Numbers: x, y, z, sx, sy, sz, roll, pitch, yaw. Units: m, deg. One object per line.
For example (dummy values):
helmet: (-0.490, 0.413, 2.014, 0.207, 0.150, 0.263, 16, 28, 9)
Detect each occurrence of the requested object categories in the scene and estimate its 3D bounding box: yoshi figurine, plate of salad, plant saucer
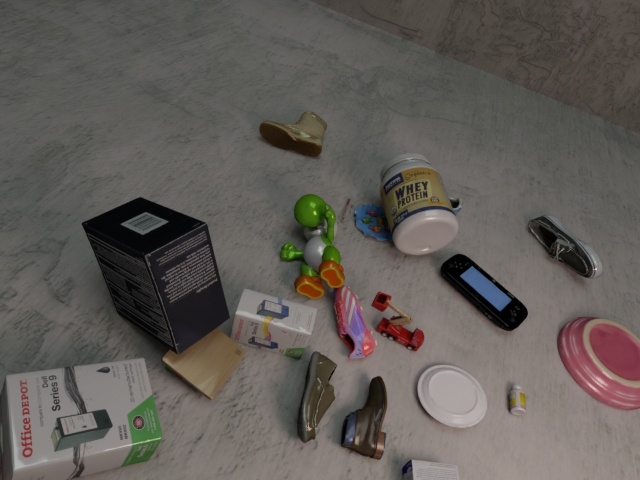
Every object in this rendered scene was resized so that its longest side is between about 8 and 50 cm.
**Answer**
yoshi figurine: (-0.023, -0.011, 1.613, 0.204, 0.203, 0.362, 4, 46, -6)
plate of salad: (0.374, 0.446, 1.433, 0.200, 0.048, 0.199, 4, 42, -4)
plant saucer: (0.961, 0.385, 1.654, 0.332, 0.084, 0.332, 9, 48, -10)

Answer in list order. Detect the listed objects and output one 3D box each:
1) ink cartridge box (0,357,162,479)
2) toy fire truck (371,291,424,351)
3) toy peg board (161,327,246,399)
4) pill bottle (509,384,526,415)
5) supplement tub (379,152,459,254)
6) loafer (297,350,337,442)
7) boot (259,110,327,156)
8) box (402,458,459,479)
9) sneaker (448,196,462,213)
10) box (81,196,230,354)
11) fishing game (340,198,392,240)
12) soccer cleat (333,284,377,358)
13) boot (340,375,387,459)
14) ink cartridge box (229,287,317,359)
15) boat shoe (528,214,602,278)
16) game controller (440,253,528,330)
ink cartridge box: (-0.522, 0.391, 1.091, 0.289, 0.121, 0.211, 1, 49, -38)
toy fire truck: (0.233, 0.245, 1.503, 0.192, 0.135, 0.047, 27, 47, 7)
toy peg board: (-0.312, 0.314, 1.319, 0.161, 0.079, 0.161, 40, 48, -3)
pill bottle: (0.582, 0.471, 1.480, 0.043, 0.043, 0.083, 19, 47, -1)
supplement tub: (0.338, -0.132, 1.776, 0.228, 0.228, 0.316, 2, 52, -17)
loafer: (-0.002, 0.406, 1.312, 0.088, 0.094, 0.251, 13, 47, -1)
boot: (-0.105, -0.459, 2.042, 0.262, 0.095, 0.203, 17, 47, -5)
box: (0.275, 0.622, 1.227, 0.126, 0.072, 0.137, 11, 47, -9)
sneaker: (0.440, -0.154, 1.959, 0.237, 0.086, 0.085, 6, 50, -11)
box: (-0.410, 0.079, 1.272, 0.296, 0.294, 0.183, 20, 39, 36)
fishing game: (0.211, -0.074, 1.845, 0.264, 0.041, 0.189, 21, 44, 1)
soccer cleat: (0.082, 0.237, 1.503, 0.095, 0.083, 0.248, -13, 57, -22)
boot: (0.114, 0.452, 1.319, 0.106, 0.082, 0.219, 14, 49, -9)
ink cartridge box: (-0.133, 0.232, 1.382, 0.213, 0.154, 0.093, 18, 48, -3)
boat shoe: (0.937, 0.032, 1.952, 0.119, 0.121, 0.335, -13, 44, -18)
game controller: (0.562, 0.172, 1.723, 0.166, 0.067, 0.319, -30, 65, -36)
